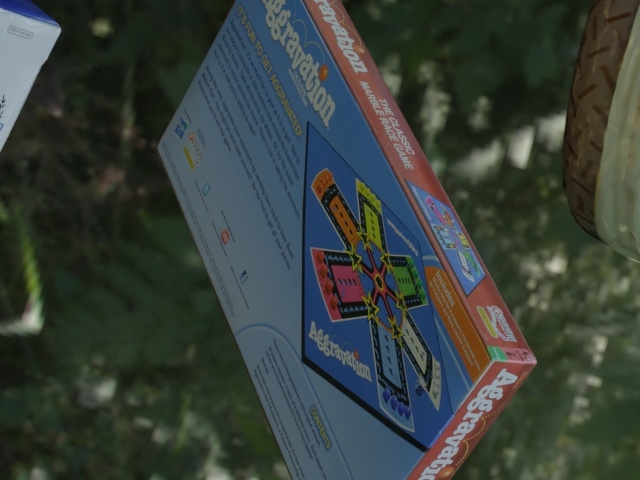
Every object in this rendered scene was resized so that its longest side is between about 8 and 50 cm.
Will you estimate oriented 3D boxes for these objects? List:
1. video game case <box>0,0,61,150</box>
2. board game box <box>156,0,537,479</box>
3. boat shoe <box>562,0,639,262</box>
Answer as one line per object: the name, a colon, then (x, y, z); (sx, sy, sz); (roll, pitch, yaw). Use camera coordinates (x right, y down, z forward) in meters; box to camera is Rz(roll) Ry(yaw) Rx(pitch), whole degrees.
video game case: (-0.297, -0.084, 1.190); (0.061, 0.269, 0.244); (14, 108, -44)
board game box: (0.000, 0.000, 0.885); (0.027, 0.281, 0.145); (6, 132, -32)
boat shoe: (0.150, -0.052, 0.380); (0.257, 0.095, 0.095); (-28, 130, -43)
